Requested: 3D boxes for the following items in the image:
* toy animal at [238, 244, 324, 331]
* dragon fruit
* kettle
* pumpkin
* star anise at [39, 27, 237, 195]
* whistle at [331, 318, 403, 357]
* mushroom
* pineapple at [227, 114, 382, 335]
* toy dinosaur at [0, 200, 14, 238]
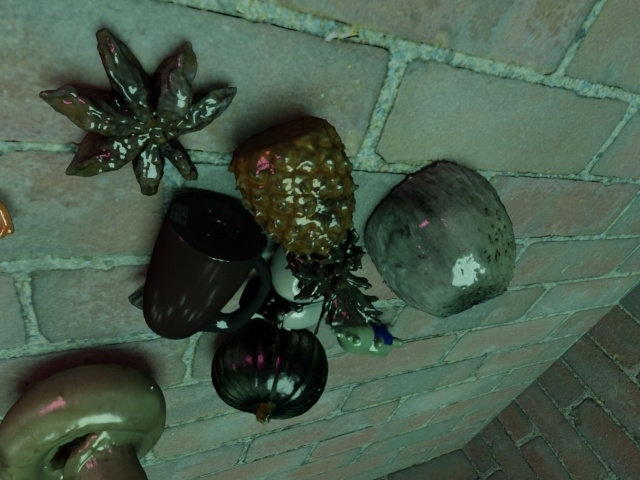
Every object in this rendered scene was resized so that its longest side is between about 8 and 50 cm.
[{"bbox_3d":[-0.040,0.074,0.758,0.166,0.138,0.179,-8,142,-45],"label":"toy animal"},{"bbox_3d":[0.240,0.005,0.789,0.283,0.221,0.204,-29,145,3],"label":"dragon fruit"},{"bbox_3d":[-0.181,0.059,0.665,0.202,0.144,0.232,15,129,-28],"label":"kettle"},{"bbox_3d":[-0.108,0.287,0.886,0.250,0.216,0.249,4,132,4],"label":"pumpkin"},{"bbox_3d":[-0.216,-0.143,0.493,0.197,0.073,0.212,12,123,-40],"label":"star anise"},{"bbox_3d":[0.126,0.245,1.055,0.244,0.110,0.092,16,87,-37],"label":"whistle"},{"bbox_3d":[-0.416,0.389,0.752,0.293,0.290,0.292,-19,139,-18],"label":"mushroom"},{"bbox_3d":[0.000,0.000,0.613,0.169,0.169,0.340,-25,114,-5],"label":"pineapple"},{"bbox_3d":[-0.460,-0.084,0.429,0.101,0.055,0.279,-42,140,-19],"label":"toy dinosaur"}]
